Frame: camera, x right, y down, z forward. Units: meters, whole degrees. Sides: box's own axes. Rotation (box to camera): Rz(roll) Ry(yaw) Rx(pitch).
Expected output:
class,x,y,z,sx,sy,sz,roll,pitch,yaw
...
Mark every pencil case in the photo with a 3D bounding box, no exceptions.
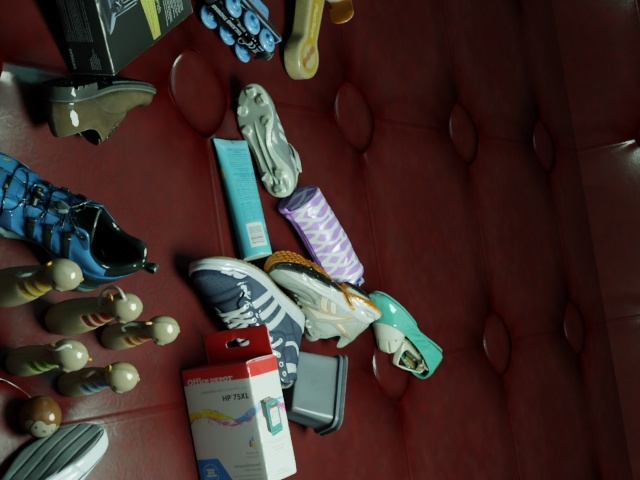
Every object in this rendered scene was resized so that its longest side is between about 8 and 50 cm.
class,x,y,z,sx,sy,sz,roll,pitch,yaw
pencil case,0.000,0.000,2.101,0.088,0.086,0.206,-42,116,-26

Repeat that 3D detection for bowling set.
class,x,y,z,sx,sy,sz,roll,pitch,yaw
bowling set,-0.303,0.156,1.514,0.287,0.154,0.200,28,57,-50

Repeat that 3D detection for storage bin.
class,x,y,z,sx,sy,sz,roll,pitch,yaw
storage bin,-0.019,0.255,1.991,0.091,0.098,0.135,19,62,-23

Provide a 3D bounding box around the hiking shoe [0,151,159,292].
class,x,y,z,sx,sy,sz,roll,pitch,yaw
hiking shoe,-0.350,-0.041,1.525,0.304,0.132,0.113,40,49,-44

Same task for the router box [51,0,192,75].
class,x,y,z,sx,sy,sz,roll,pitch,yaw
router box,-0.302,-0.429,1.691,0.243,0.081,0.309,-52,141,-50

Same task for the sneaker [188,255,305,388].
class,x,y,z,sx,sy,sz,roll,pitch,yaw
sneaker,-0.116,0.142,1.858,0.282,0.099,0.153,41,46,-47

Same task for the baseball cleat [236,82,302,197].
class,x,y,z,sx,sy,sz,roll,pitch,yaw
baseball cleat,-0.090,-0.178,2.044,0.109,0.072,0.206,-44,122,-68

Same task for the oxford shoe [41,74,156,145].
class,x,y,z,sx,sy,sz,roll,pitch,yaw
oxford shoe,-0.320,-0.190,1.686,0.227,0.082,0.096,-22,118,-57

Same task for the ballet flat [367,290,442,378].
class,x,y,z,sx,sy,sz,roll,pitch,yaw
ballet flat,0.159,0.197,2.284,0.247,0.083,0.087,45,59,-38

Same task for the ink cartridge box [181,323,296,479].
class,x,y,z,sx,sy,sz,roll,pitch,yaw
ink cartridge box,-0.129,0.252,1.770,0.078,0.134,0.231,-8,86,-57

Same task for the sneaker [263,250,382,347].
class,x,y,z,sx,sy,sz,roll,pitch,yaw
sneaker,-0.011,0.115,2.024,0.262,0.121,0.099,31,12,-37

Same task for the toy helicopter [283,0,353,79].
class,x,y,z,sx,sy,sz,roll,pitch,yaw
toy helicopter,-0.011,-0.470,2.224,0.235,0.140,0.355,29,67,-61

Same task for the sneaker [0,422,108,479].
class,x,y,z,sx,sy,sz,roll,pitch,yaw
sneaker,-0.355,0.328,1.460,0.258,0.094,0.091,-44,135,-48

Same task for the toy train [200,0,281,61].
class,x,y,z,sx,sy,sz,roll,pitch,yaw
toy train,-0.138,-0.390,2.014,0.184,0.080,0.105,41,42,-43

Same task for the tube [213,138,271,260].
class,x,y,z,sx,sy,sz,roll,pitch,yaw
tube,-0.129,-0.071,1.956,0.080,0.052,0.207,-2,77,-57
